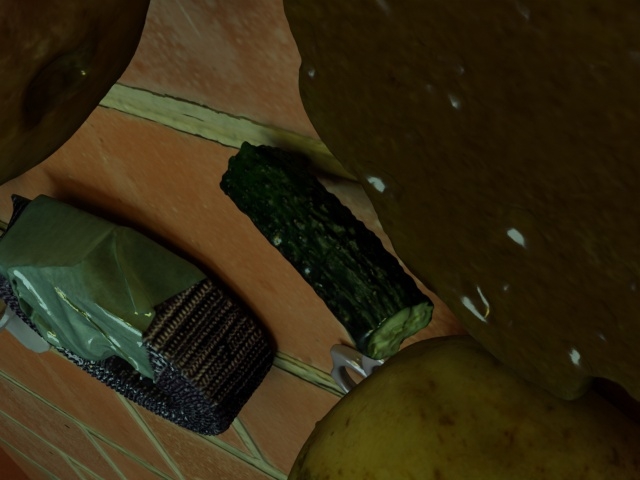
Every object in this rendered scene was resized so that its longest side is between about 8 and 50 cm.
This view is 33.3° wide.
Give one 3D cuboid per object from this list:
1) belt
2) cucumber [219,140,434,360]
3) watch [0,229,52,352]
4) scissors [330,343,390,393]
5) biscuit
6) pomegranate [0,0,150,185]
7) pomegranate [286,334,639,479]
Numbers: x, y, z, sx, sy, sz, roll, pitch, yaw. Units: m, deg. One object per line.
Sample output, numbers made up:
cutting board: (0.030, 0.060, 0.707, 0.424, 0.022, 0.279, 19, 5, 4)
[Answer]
belt: (-0.196, 0.079, 1.070, 0.325, 0.122, 0.260, 20, 152, 37)
cucumber: (-0.001, 0.000, 0.667, 0.187, 0.058, 0.058, 46, 164, 42)
watch: (-0.459, 0.120, 1.383, 0.196, 0.231, 0.244, 40, 152, -3)
scissors: (0.090, 0.165, 0.910, 0.212, 0.021, 0.110, 49, 151, -15)
biscuit: (0.132, -0.024, 0.469, 0.381, 0.074, 0.359, 47, 161, -12)
pomegranate: (-0.245, -0.169, 0.487, 0.342, 0.342, 0.342, 33, 154, 18)
pomegranate: (0.104, 0.186, 0.681, 0.260, 0.260, 0.260, 33, 154, 18)
